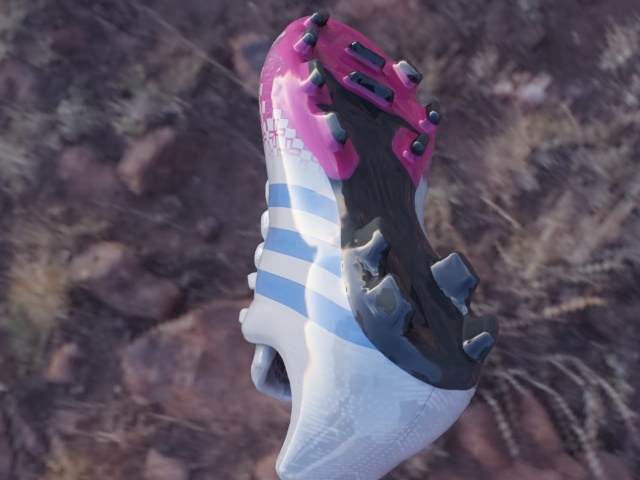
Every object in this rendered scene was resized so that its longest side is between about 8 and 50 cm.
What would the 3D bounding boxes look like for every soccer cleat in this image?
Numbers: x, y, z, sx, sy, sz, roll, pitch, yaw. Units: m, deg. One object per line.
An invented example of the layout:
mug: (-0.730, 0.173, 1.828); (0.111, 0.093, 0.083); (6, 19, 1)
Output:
soccer cleat: (0.000, 0.000, 1.075); (0.143, 0.116, 0.331); (-50, 29, 27)
